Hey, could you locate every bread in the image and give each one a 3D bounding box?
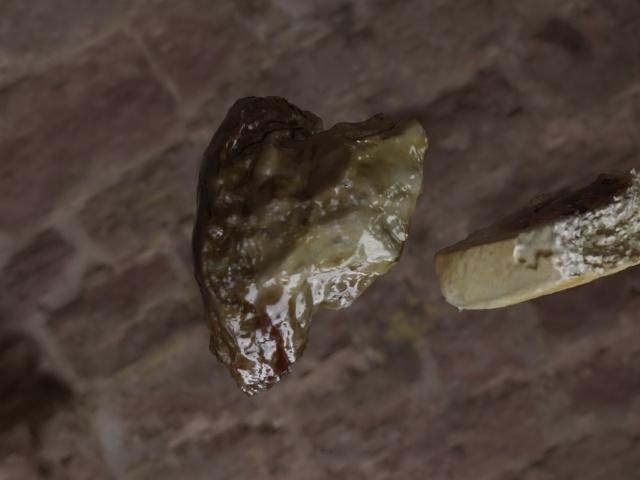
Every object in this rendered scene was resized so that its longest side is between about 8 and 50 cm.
[{"bbox_3d":[0.086,0.000,0.665,0.083,0.035,0.070,-22,-177,-40],"label":"bread"}]

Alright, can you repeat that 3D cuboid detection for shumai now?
[{"bbox_3d":[-0.010,0.006,0.845,0.105,0.123,0.139,19,-127,23],"label":"shumai"}]
